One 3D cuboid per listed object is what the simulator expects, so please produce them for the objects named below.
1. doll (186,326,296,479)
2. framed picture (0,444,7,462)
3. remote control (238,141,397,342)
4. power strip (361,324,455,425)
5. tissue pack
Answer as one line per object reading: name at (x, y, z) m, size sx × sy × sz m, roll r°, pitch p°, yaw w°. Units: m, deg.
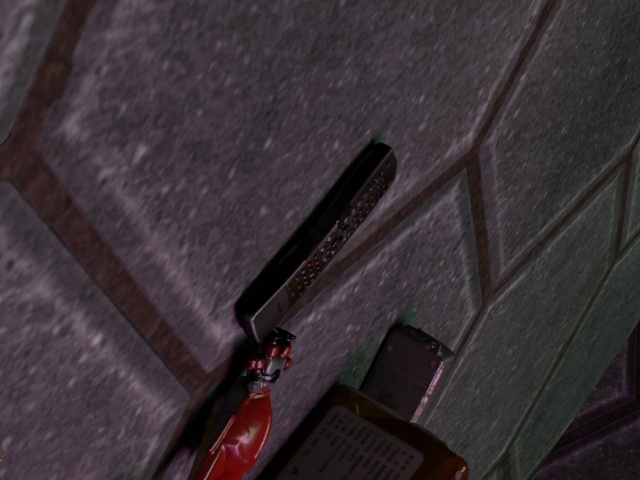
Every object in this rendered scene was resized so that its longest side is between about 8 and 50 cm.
doll at (-0.068, 0.160, 1.179) m, size 0.169 × 0.057 × 0.109 m, roll -60°, pitch 162°, yaw 8°
framed picture at (-0.243, 0.159, 0.854) m, size 0.089 × 0.007 × 0.066 m, roll -49°, pitch 157°, yaw -25°
remote control at (0.000, 0.000, 1.154) m, size 0.212 × 0.028 × 0.059 m, roll -50°, pitch 155°, yaw -21°
power strip at (0.073, 0.221, 1.555) m, size 0.052 × 0.078 × 0.272 m, roll -15°, pitch 133°, yaw -63°
tissue pack at (0.027, 0.286, 1.398) m, size 0.226 × 0.183 × 0.092 m, roll -49°, pitch 153°, yaw -24°
